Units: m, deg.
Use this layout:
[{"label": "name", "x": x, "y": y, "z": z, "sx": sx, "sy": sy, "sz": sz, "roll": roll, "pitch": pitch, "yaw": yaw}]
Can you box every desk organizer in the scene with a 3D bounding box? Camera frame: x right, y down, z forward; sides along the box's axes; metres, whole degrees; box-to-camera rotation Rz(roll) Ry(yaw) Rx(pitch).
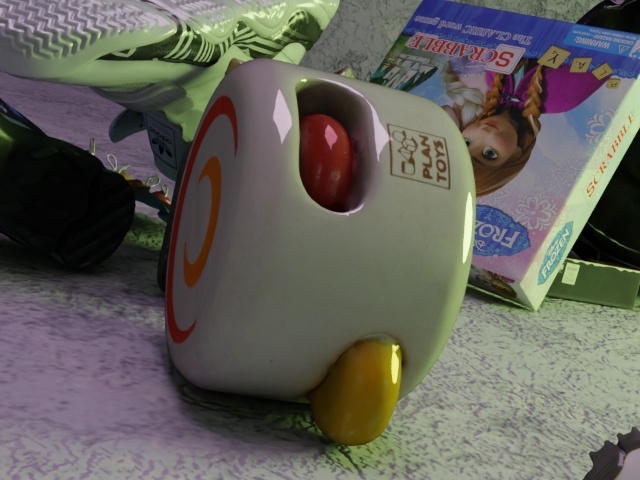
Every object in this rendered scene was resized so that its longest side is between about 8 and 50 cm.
[{"label": "desk organizer", "x": 0.299, "y": 0.043, "z": 1.165, "sx": 0.130, "sy": 0.047, "sz": 0.050, "roll": 10, "pitch": 8, "yaw": -21}]

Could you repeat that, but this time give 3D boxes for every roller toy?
[{"label": "roller toy", "x": 0.000, "y": 0.000, "z": 0.592, "sx": 0.146, "sy": 0.191, "sz": 0.209, "roll": 11, "pitch": 10, "yaw": -19}]

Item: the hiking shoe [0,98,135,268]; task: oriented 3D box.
[{"label": "hiking shoe", "x": -0.286, "y": -0.079, "z": 0.755, "sx": 0.304, "sy": 0.113, "sz": 0.132, "roll": 43, "pitch": -19, "yaw": -26}]

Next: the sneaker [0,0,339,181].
[{"label": "sneaker", "x": -0.135, "y": -0.125, "z": 0.829, "sx": 0.137, "sy": 0.210, "sz": 0.365, "roll": 38, "pitch": 34, "yaw": 20}]

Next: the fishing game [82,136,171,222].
[{"label": "fishing game", "x": -0.193, "y": -0.064, "z": 0.960, "sx": 0.264, "sy": 0.041, "sz": 0.189, "roll": 27, "pitch": -1, "yaw": -35}]

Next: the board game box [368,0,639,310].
[{"label": "board game box", "x": 0.174, "y": -0.115, "z": 1.142, "sx": 0.318, "sy": 0.318, "sz": 0.066, "roll": 20, "pitch": -18, "yaw": 38}]

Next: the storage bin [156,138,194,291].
[{"label": "storage bin", "x": -0.041, "y": -0.013, "z": 0.808, "sx": 0.084, "sy": 0.122, "sz": 0.180, "roll": 17, "pitch": 11, "yaw": 20}]

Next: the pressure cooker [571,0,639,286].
[{"label": "pressure cooker", "x": 0.470, "y": -0.131, "z": 1.352, "sx": 0.370, "sy": 0.375, "sz": 0.420, "roll": 58, "pitch": 9, "yaw": 7}]

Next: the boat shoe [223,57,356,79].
[{"label": "boat shoe", "x": 0.015, "y": -0.097, "z": 0.777, "sx": 0.189, "sy": 0.072, "sz": 0.068, "roll": 11, "pitch": 11, "yaw": -14}]

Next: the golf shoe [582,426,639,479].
[{"label": "golf shoe", "x": 0.231, "y": 0.143, "z": 0.383, "sx": 0.272, "sy": 0.105, "sz": 0.120, "roll": 15, "pitch": 17, "yaw": 11}]
